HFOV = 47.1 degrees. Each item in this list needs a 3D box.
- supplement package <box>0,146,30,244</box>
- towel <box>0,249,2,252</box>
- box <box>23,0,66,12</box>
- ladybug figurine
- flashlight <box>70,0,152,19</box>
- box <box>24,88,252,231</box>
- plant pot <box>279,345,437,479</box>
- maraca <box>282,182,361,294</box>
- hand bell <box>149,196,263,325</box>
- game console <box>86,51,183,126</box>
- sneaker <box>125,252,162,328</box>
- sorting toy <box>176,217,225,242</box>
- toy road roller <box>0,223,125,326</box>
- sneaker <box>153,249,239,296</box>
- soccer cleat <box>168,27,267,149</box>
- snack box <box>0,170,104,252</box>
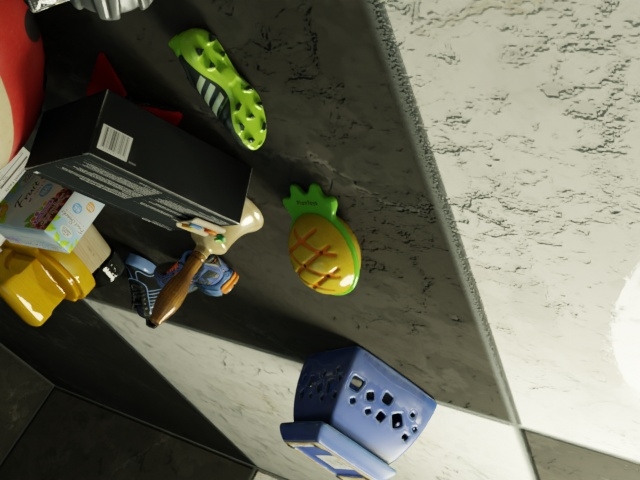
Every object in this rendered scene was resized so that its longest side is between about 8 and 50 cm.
[{"bbox_3d":[-0.712,-0.096,1.497,0.262,0.204,0.145,-1,141,44],"label":"supplement package"},{"bbox_3d":[-0.836,0.014,1.976,0.332,0.053,0.317,13,149,27],"label":"towel"},{"bbox_3d":[-0.316,-0.378,0.662,0.216,0.060,0.270,46,156,31],"label":"box"},{"bbox_3d":[-0.486,-0.252,1.006,0.305,0.162,0.449,61,152,-1],"label":"ladybug figurine"},{"bbox_3d":[-0.223,-0.360,0.705,0.103,0.103,0.304,56,158,25],"label":"flashlight"},{"bbox_3d":[-0.261,-0.105,1.078,0.184,0.103,0.261,-7,156,42],"label":"box"},{"bbox_3d":[0.065,0.381,1.572,0.236,0.212,0.236,38,152,-15],"label":"plant pot"},{"bbox_3d":[0.000,0.000,1.110,0.127,0.099,0.185,0,115,40],"label":"maraca"},{"bbox_3d":[-0.203,0.035,1.196,0.126,0.242,0.126,22,152,12],"label":"hand bell"},{"bbox_3d":[-0.282,-0.206,1.108,0.124,0.085,0.144,5,163,-24],"label":"game console"},{"bbox_3d":[-0.403,0.122,1.703,0.081,0.090,0.232,17,151,23],"label":"sneaker"},{"bbox_3d":[-0.173,-0.014,1.126,0.083,0.012,0.062,22,161,-34],"label":"sorting toy"},{"bbox_3d":[-0.617,0.042,1.583,0.330,0.240,0.202,8,138,37],"label":"toy road roller"},{"bbox_3d":[-0.260,0.055,1.485,0.221,0.083,0.087,-3,126,38],"label":"sneaker"},{"bbox_3d":[-0.128,-0.193,0.944,0.072,0.060,0.179,14,144,46],"label":"soccer cleat"},{"bbox_3d":[-0.442,-0.085,1.255,0.175,0.207,0.070,8,146,36],"label":"snack box"}]
